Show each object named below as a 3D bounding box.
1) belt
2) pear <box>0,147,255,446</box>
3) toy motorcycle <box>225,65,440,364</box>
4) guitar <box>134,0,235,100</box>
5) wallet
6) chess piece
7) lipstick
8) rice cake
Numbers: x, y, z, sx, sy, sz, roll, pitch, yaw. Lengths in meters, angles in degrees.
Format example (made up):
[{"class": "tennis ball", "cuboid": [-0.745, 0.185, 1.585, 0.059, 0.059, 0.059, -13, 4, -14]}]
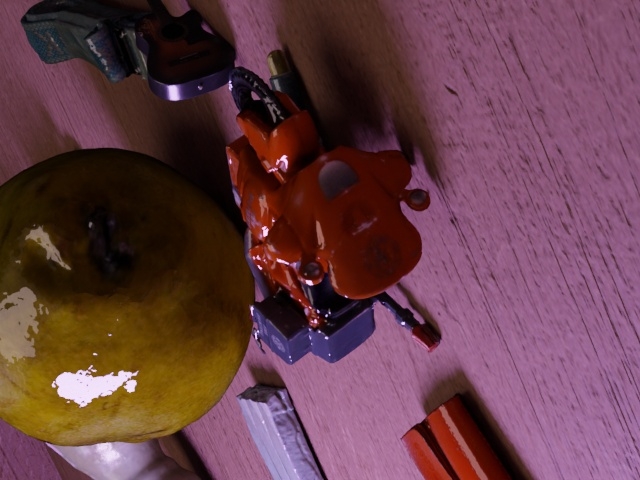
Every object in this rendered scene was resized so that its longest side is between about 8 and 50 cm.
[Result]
[{"class": "belt", "cuboid": [-0.259, -0.229, 1.716, 0.302, 0.087, 0.072, 24, 135, 58]}, {"class": "pear", "cuboid": [-0.248, 0.065, 1.719, 0.352, 0.352, 0.413, 51, 152, 25]}, {"class": "toy motorcycle", "cuboid": [0.000, 0.000, 1.337, 0.221, 0.148, 0.325, 46, 160, 30]}, {"class": "guitar", "cuboid": [-0.164, -0.228, 1.532, 0.025, 0.088, 0.233, 89, 155, -49]}, {"class": "wallet", "cuboid": [0.155, 0.251, 1.424, 0.204, 0.045, 0.142, 58, 159, 11]}, {"class": "chess piece", "cuboid": [-0.313, 0.349, 2.416, 0.442, 0.234, 0.234, 55, 159, 8]}, {"class": "lipstick", "cuboid": [-0.026, -0.121, 1.392, 0.037, 0.037, 0.116, 9, 120, 65]}, {"class": "rice cake", "cuboid": [-0.037, 0.283, 1.919, 0.211, 0.038, 0.124, 65, 159, -9]}]
